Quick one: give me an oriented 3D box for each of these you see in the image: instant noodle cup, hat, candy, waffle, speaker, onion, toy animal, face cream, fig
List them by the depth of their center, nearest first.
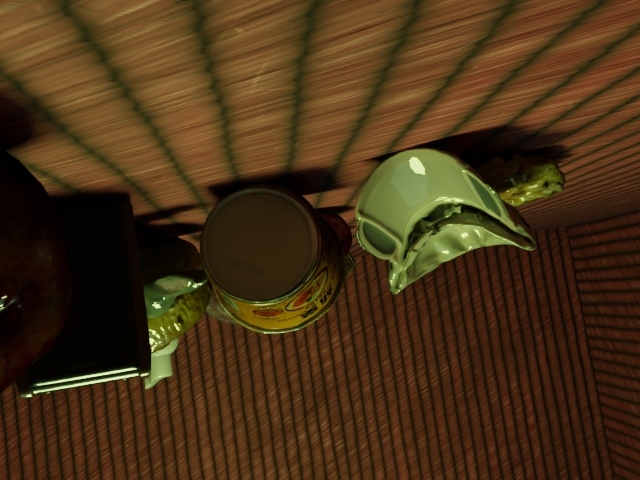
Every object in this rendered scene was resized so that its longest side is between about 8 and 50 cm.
[{"bbox_3d":[-0.360,0.005,0.429,0.321,0.216,0.217,18,-179,13],"label":"fig"},{"bbox_3d":[-0.317,0.073,0.755,0.153,0.230,0.192,-7,175,-19],"label":"speaker"},{"bbox_3d":[0.159,-0.041,0.781,0.220,0.226,0.164,-20,-158,29],"label":"hat"},{"bbox_3d":[-0.073,0.021,0.818,0.216,0.215,0.172,-9,166,2],"label":"instant noodle cup"},{"bbox_3d":[-0.290,0.063,0.910,0.251,0.125,0.127,17,-139,34],"label":"toy animal"},{"bbox_3d":[0.247,-0.084,0.932,0.282,0.058,0.301,-11,172,27],"label":"waffle"},{"bbox_3d":[-0.331,0.100,1.068,0.260,0.118,0.259,-13,-143,10],"label":"candy"},{"bbox_3d":[0.000,0.000,1.131,0.131,0.131,0.131,-8,175,-1],"label":"onion"},{"bbox_3d":[-0.496,0.256,1.714,0.146,0.369,0.145,-8,176,-1],"label":"face cream"}]

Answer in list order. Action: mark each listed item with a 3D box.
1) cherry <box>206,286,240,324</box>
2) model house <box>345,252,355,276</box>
[{"bbox_3d":[-0.153,0.084,1.222,0.230,0.202,0.300,-3,-161,-19],"label":"cherry"},{"bbox_3d":[-0.025,0.045,1.506,0.189,0.195,0.214,-33,-171,3],"label":"model house"}]
